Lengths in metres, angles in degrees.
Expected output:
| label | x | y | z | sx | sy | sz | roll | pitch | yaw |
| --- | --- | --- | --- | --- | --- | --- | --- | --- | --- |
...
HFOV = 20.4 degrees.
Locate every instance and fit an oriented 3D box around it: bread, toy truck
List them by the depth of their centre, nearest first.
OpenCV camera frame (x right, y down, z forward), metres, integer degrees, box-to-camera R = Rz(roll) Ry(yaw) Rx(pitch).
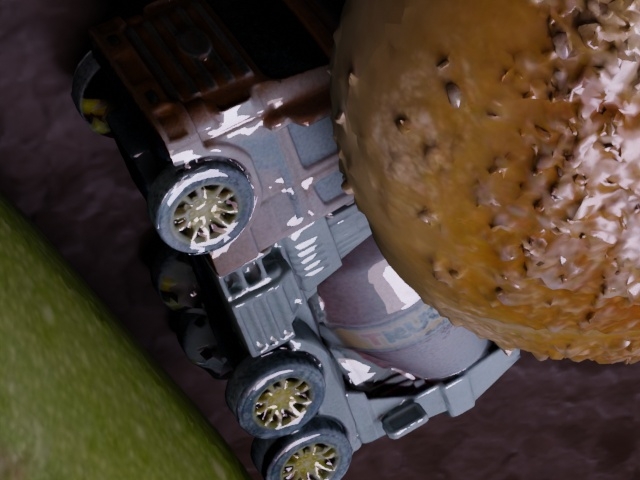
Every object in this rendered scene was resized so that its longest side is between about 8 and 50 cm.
| label | x | y | z | sx | sy | sz | roll | pitch | yaw |
| --- | --- | --- | --- | --- | --- | --- | --- | --- | --- |
| bread | 0.150 | -0.080 | 0.655 | 0.305 | 0.159 | 0.305 | -26 | 138 | -27 |
| toy truck | 0.000 | 0.000 | 0.766 | 0.140 | 0.108 | 0.256 | -27 | 134 | -9 |

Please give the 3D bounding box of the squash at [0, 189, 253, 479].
| label | x | y | z | sx | sy | sz | roll | pitch | yaw |
| --- | --- | --- | --- | --- | --- | --- | --- | --- | --- |
| squash | -0.173 | 0.122 | 0.718 | 0.263 | 0.263 | 0.384 | -29 | 132 | 9 |
